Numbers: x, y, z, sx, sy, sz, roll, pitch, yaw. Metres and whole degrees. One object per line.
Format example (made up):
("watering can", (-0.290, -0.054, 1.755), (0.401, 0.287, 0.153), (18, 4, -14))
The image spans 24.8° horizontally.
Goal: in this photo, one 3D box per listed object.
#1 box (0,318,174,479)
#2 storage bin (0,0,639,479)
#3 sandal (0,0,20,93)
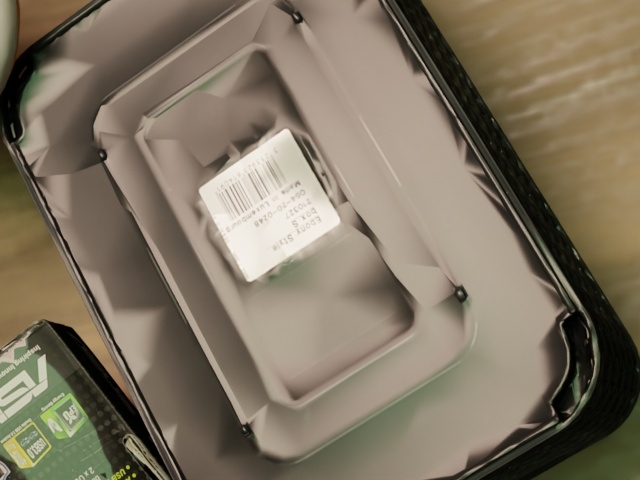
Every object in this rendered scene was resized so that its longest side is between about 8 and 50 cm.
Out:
("box", (-0.096, 0.151, 0.421), (0.191, 0.045, 0.184), (-39, 86, -4))
("storage bin", (0.000, 0.000, 0.438), (0.122, 0.084, 0.180), (-33, 73, 13))
("sandal", (-0.182, -0.066, 0.515), (0.265, 0.076, 0.102), (7, 95, 36))
